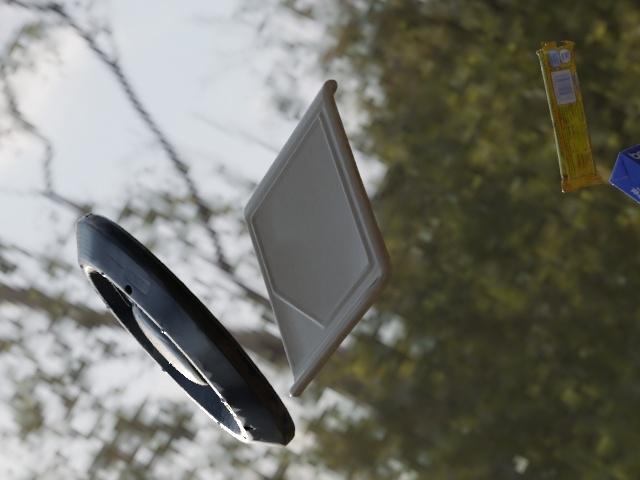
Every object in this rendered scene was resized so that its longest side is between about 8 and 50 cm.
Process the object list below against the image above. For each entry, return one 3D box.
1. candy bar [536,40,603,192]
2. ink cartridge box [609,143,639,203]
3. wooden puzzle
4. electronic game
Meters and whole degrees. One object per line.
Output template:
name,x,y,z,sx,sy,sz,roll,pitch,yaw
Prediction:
candy bar,0.241,-0.120,1.870,0.018,0.040,0.161,-82,-20,-63
ink cartridge box,0.438,-0.086,2.231,0.207,0.097,0.046,-21,-41,-39
wooden puzzle,0.000,0.000,1.854,0.044,0.238,0.221,2,-32,-26
electronic game,-0.102,0.068,1.446,0.048,0.229,0.229,-43,-21,-12
